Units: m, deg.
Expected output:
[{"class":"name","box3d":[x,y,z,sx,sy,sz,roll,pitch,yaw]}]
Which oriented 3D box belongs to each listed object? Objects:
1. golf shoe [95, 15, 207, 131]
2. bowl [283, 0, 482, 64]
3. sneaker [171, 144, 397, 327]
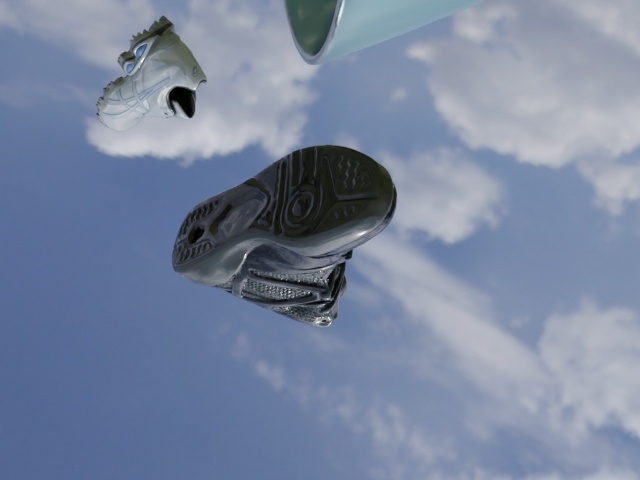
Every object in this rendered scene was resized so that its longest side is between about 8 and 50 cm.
[{"class":"golf shoe","box3d":[-0.166,-0.140,1.306,0.086,0.176,0.069,45,-120,1]},{"class":"bowl","box3d":[0.065,-0.294,1.024,0.163,0.311,0.311,-4,-148,-12]},{"class":"sneaker","box3d":[0.000,0.000,1.003,0.130,0.227,0.087,25,-121,-32]}]
